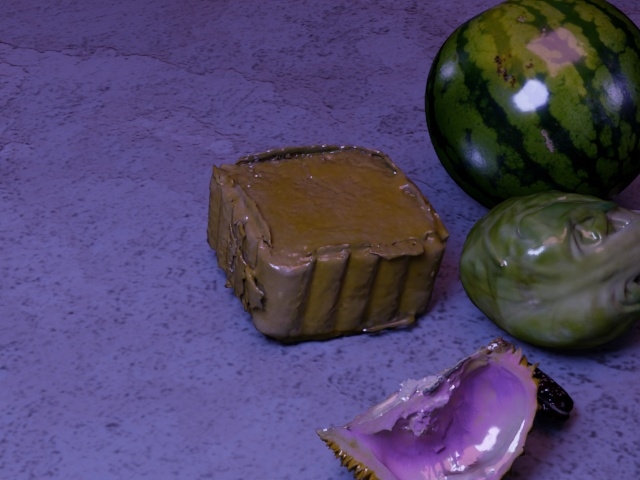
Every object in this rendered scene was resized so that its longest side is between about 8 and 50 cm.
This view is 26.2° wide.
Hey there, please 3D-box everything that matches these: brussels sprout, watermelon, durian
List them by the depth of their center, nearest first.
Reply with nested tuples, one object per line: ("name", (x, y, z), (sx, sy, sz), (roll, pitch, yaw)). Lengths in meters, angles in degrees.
("durian", (0.102, 0.172, 1.274), (0.165, 0.132, 0.182), (20, 51, 24))
("brussels sprout", (0.257, 0.027, 1.485), (0.223, 0.161, 0.223), (5, 12, -1))
("watermelon", (0.262, -0.160, 1.632), (0.285, 0.285, 0.285), (3, 35, -2))

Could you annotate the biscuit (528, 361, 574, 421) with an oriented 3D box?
("biscuit", (0.215, 0.146, 1.384), (0.089, 0.027, 0.087), (34, 10, -10))

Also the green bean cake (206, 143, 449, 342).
("green bean cake", (0.000, 0.000, 1.514), (0.229, 0.131, 0.224), (-8, 39, -21))
